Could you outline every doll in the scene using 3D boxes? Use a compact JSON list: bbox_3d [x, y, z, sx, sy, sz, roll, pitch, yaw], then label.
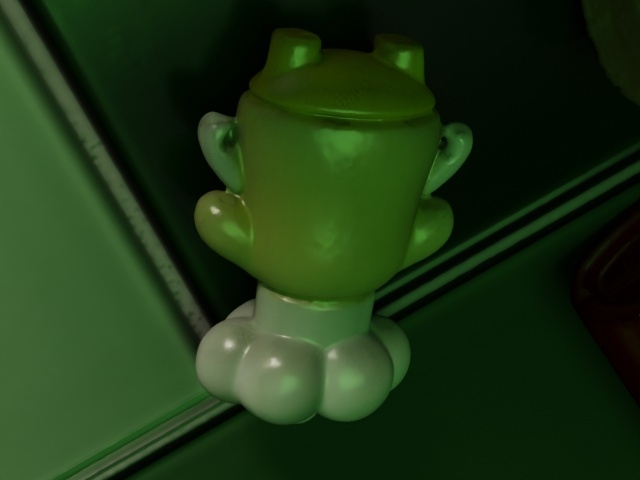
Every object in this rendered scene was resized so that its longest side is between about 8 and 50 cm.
[{"bbox_3d":[0.000,0.000,0.527,0.106,0.062,0.163,2,113,-15],"label":"doll"}]

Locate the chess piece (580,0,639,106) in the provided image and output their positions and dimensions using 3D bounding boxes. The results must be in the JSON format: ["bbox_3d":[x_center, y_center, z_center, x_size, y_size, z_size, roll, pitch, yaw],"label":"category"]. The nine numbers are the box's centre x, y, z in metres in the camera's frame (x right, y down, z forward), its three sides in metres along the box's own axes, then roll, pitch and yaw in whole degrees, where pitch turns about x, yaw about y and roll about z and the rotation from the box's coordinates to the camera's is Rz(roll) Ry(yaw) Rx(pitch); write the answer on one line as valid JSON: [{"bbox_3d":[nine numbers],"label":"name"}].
[{"bbox_3d":[0.209,-0.110,0.547,0.200,0.090,0.090,-14,118,-26],"label":"chess piece"}]

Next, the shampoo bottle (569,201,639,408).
[{"bbox_3d":[0.233,0.097,0.645,0.118,0.076,0.314,-39,120,0],"label":"shampoo bottle"}]
